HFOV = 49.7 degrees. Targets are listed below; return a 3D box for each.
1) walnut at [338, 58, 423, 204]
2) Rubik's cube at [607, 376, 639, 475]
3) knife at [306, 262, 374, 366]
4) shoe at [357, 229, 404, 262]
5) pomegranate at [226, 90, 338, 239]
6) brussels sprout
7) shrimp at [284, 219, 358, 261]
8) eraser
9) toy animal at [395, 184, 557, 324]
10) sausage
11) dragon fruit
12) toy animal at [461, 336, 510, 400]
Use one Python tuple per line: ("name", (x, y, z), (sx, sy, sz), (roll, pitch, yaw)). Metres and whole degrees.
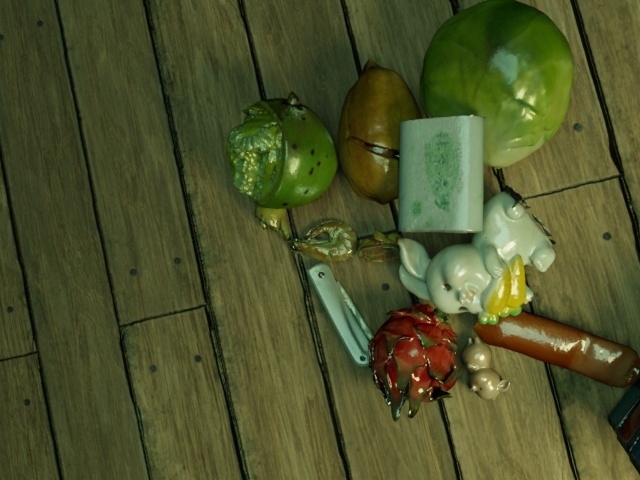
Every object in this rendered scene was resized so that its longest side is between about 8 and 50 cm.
("walnut", (0.132, -0.249, 1.538), (0.209, 0.209, 0.336), (-11, 80, 13))
("Rubik's cube", (0.793, 0.342, 1.270), (0.362, 0.359, 0.363), (35, 95, 11))
("knife", (0.054, 0.172, 1.618), (0.073, 0.040, 0.266), (-30, 81, -1))
("shoe", (0.139, 0.012, 1.587), (0.109, 0.069, 0.072), (-24, 119, 22))
("pomegranate", (-0.092, -0.163, 1.576), (0.260, 0.260, 0.341), (16, 122, 14))
("brussels sprout", (0.377, -0.335, 1.459), (0.344, 0.268, 0.344), (14, 118, 27))
("shrimp", (0.000, 0.000, 1.636), (0.180, 0.041, 0.099), (2, 87, 14))
("eraser", (0.241, -0.129, 1.381), (0.174, 0.081, 0.227), (1, 89, 29))
("toy animal", (0.326, 0.041, 1.465), (0.310, 0.183, 0.247), (-41, 46, 7))
("sausage", (0.504, 0.220, 1.480), (0.348, 0.094, 0.097), (18, 103, 12))
("dragon fruit", (0.198, 0.261, 1.497), (0.193, 0.192, 0.274), (13, 69, 37))
("toy animal", (0.357, 0.284, 1.517), (0.089, 0.083, 0.150), (-23, 82, 9))
